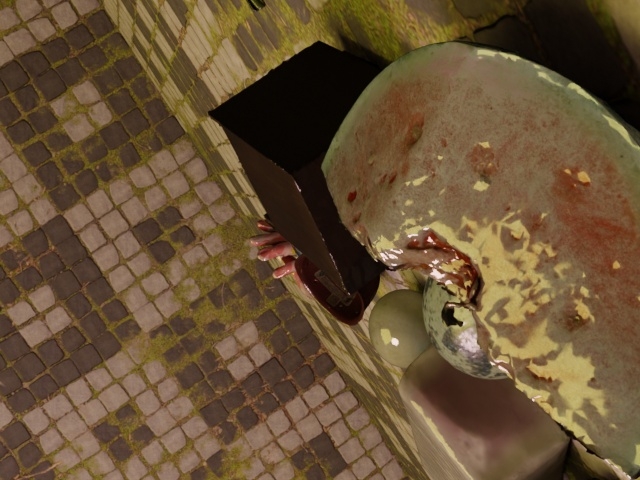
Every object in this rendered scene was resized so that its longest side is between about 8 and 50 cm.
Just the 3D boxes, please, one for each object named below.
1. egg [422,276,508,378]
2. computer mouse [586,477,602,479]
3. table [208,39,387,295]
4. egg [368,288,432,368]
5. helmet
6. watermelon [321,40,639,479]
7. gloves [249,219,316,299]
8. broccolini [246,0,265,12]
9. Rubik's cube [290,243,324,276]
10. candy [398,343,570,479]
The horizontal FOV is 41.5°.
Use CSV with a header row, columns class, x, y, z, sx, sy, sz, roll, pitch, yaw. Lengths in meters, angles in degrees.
class,x,y,z,sx,sy,sz,roll,pitch,yaw
egg,0.163,0.055,0.797,0.132,0.132,0.172,49,156,38
computer mouse,0.288,0.398,1.054,0.270,0.086,0.137,-40,78,41
table,0.020,-0.088,0.902,0.193,0.172,0.169,38,160,50
egg,0.131,0.136,1.283,0.114,0.114,0.152,49,170,37
helmet,0.046,0.052,1.453,0.155,0.106,0.175,42,158,14
watermelon,0.160,-0.026,0.588,0.322,0.188,0.175,45,-148,23
gloves,-0.043,0.040,1.840,0.241,0.126,0.145,55,-165,-9
broccolini,-0.143,-0.397,1.123,0.218,0.044,0.042,52,156,-9
Rubik's cube,0.000,0.000,1.548,0.092,0.092,0.092,44,165,50
candy,0.231,0.290,1.211,0.208,0.145,0.358,50,170,30
